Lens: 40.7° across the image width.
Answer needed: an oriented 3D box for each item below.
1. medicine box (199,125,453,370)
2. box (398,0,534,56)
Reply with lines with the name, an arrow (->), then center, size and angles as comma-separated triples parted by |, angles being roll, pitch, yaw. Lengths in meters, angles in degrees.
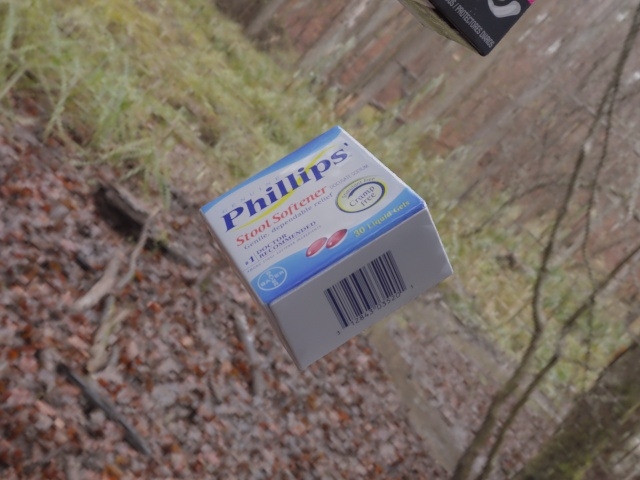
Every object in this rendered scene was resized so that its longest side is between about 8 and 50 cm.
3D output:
medicine box -> 0.000, 0.000, 1.279 | 0.289, 0.263, 0.149 | 49, -11, 50
box -> 0.168, -0.341, 0.825 | 0.165, 0.270, 0.143 | 36, 8, -31
